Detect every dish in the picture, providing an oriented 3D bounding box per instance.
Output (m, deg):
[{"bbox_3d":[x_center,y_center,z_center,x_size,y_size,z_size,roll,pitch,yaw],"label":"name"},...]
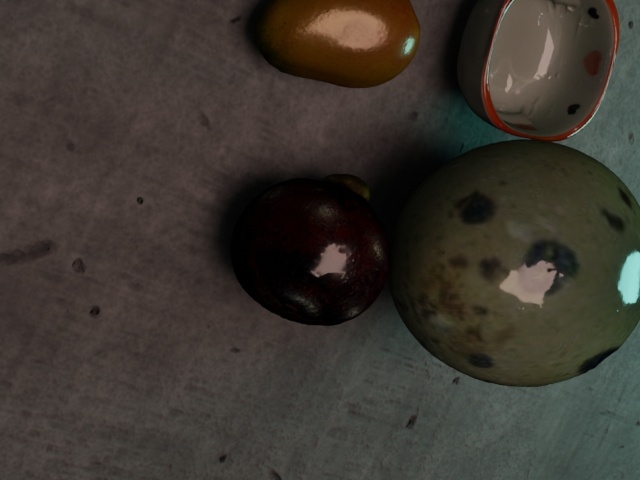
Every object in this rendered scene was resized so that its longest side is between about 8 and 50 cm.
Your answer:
[{"bbox_3d":[0.294,-0.268,1.767,0.256,0.117,0.256,-11,112,-30],"label":"dish"}]

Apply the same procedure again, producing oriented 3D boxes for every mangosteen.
[{"bbox_3d":[-0.004,0.005,1.633,0.216,0.216,0.216,-12,115,-28],"label":"mangosteen"}]

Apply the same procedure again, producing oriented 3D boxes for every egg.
[{"bbox_3d":[0.273,0.032,1.718,0.428,0.345,0.345,0,110,-58],"label":"egg"}]

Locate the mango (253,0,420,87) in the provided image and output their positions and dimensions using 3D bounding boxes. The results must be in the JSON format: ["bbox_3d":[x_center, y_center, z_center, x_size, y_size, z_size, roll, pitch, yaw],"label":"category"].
[{"bbox_3d":[0.025,-0.275,1.597,0.221,0.120,0.151,9,105,-26],"label":"mango"}]
